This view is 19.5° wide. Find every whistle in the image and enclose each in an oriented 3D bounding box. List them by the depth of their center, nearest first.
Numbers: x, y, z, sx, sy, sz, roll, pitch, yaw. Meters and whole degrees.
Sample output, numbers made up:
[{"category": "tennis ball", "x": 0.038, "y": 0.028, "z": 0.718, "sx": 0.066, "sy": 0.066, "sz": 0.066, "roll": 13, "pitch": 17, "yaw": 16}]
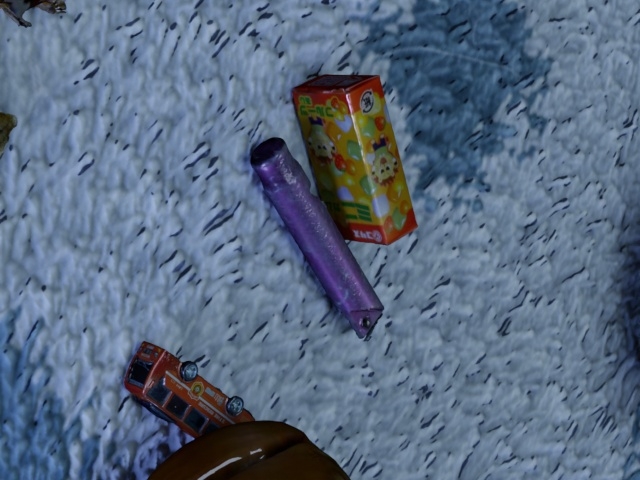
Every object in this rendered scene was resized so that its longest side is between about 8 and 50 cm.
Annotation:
[{"category": "whistle", "x": 0.000, "y": 0.000, "z": 1.349, "sx": 0.033, "sy": 0.033, "sz": 0.176, "roll": -48, "pitch": 124, "yaw": -28}]

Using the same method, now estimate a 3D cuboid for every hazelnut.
[{"category": "hazelnut", "x": -0.060, "y": 0.225, "z": 1.231, "sx": 0.208, "sy": 0.208, "sz": 0.208, "roll": -6, "pitch": 99, "yaw": -42}]

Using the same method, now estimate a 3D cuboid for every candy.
[{"category": "candy", "x": 0.025, "y": -0.060, "z": 1.344, "sx": 0.038, "sy": 0.062, "sz": 0.122, "roll": -30, "pitch": 114, "yaw": -36}]

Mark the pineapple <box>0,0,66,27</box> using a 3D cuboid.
[{"category": "pineapple", "x": -0.193, "y": -0.242, "z": 1.142, "sx": 0.221, "sy": 0.047, "sz": 0.221, "roll": -4, "pitch": 96, "yaw": -45}]

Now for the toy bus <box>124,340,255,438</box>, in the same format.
[{"category": "toy bus", "x": -0.089, "y": 0.112, "z": 1.282, "sx": 0.110, "sy": 0.031, "sz": 0.043, "roll": 41, "pitch": 74, "yaw": -38}]

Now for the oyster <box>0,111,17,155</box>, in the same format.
[{"category": "oyster", "x": -0.235, "y": -0.070, "z": 1.140, "sx": 0.083, "sy": 0.038, "sz": 0.080, "roll": 37, "pitch": 40, "yaw": -10}]
